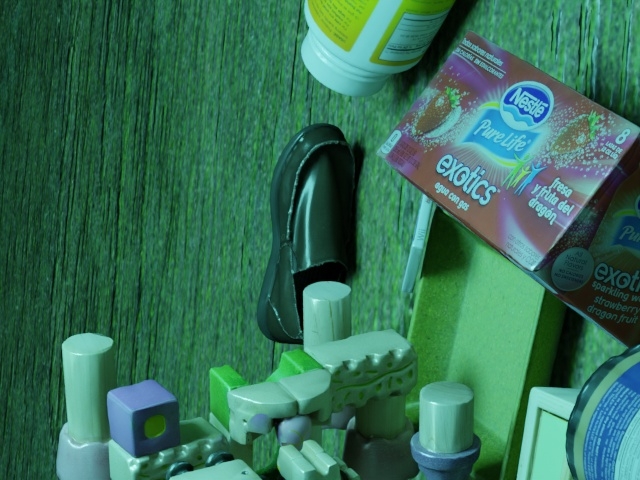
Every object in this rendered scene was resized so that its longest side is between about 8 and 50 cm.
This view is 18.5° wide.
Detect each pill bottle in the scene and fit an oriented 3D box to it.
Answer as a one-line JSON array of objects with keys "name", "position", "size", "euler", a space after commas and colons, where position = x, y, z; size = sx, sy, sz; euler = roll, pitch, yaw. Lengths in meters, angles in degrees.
[{"name": "pill bottle", "position": [0.061, -0.227, 1.698], "size": [0.215, 0.117, 0.117], "euler": [-59, 36, 41]}, {"name": "pill bottle", "position": [0.258, 0.151, 1.218], "size": [0.219, 0.123, 0.122], "euler": [31, 113, 59]}]

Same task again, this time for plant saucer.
[{"name": "plant saucer", "position": [0.134, 0.084, 1.573], "size": [0.188, 0.045, 0.188], "euler": [33, 115, 61]}]

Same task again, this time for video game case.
[{"name": "video game case", "position": [0.088, -0.028, 1.652], "size": [0.087, 0.011, 0.122], "euler": [99, -177, -63]}]

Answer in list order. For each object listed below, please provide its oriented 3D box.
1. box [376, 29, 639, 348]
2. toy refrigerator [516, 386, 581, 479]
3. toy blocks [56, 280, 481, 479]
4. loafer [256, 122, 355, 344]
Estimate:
[{"name": "box", "position": [0.166, -0.038, 1.400], "size": [0.122, 0.128, 0.257], "euler": [-52, 31, 3]}, {"name": "toy refrigerator", "position": [0.185, 0.246, 1.385], "size": [0.102, 0.094, 0.269], "euler": [21, 104, 63]}, {"name": "toy blocks", "position": [-0.036, 0.222, 1.562], "size": [0.309, 0.289, 0.260], "euler": [36, 131, 56]}, {"name": "loafer", "position": [0.000, 0.000, 1.843], "size": [0.078, 0.080, 0.220], "euler": [29, 116, 52]}]
